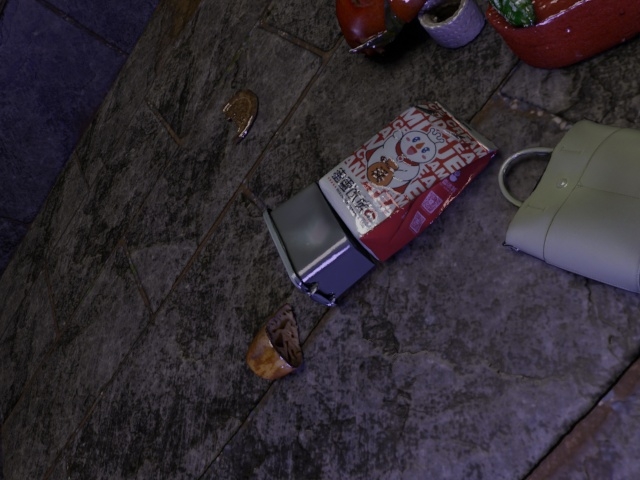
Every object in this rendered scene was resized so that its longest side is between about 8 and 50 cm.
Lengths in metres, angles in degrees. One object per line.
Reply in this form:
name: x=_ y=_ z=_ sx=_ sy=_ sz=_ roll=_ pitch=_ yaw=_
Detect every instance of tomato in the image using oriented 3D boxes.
tomato: x=0.116 y=-0.575 z=1.033 sx=0.309 sy=0.170 sz=0.308 roll=-36 pitch=43 yaw=42

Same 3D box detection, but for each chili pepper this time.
chili pepper: x=0.290 y=-0.424 z=0.752 sx=0.059 sy=0.088 sz=0.226 roll=-19 pitch=64 yaw=7

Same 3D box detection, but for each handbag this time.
handbag: x=0.169 y=-0.117 z=0.882 sx=0.298 sy=0.151 sz=0.171 roll=-37 pitch=60 yaw=6
handbag: x=0.404 y=-0.063 z=0.699 sx=0.241 sy=0.109 sz=0.315 roll=-59 pitch=32 yaw=4

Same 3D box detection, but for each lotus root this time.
lotus root: x=-0.110 y=0.228 z=1.016 sx=0.135 sy=0.095 sz=0.159 roll=-48 pitch=41 yaw=21

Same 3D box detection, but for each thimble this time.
thimble: x=0.270 y=-0.460 z=0.967 sx=0.102 sy=0.090 sz=0.115 roll=-55 pitch=47 yaw=15

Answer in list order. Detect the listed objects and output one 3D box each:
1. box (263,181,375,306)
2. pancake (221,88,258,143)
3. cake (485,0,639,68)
box: x=0.000 y=0.000 z=0.974 sx=0.135 sy=0.163 sz=0.243 roll=-39 pitch=49 yaw=12
pancake: x=-0.262 y=-0.392 z=1.474 sx=0.191 sy=0.020 sz=0.184 roll=16 pitch=85 yaw=45
cake: x=0.422 y=-0.409 z=0.761 sx=0.283 sy=0.151 sz=0.176 roll=-22 pitch=55 yaw=36
